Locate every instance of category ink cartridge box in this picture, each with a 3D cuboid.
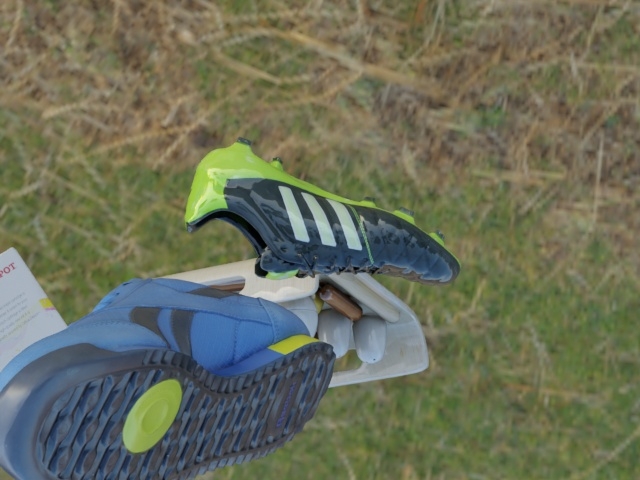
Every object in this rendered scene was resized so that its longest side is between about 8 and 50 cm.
[{"bbox_3d":[-0.267,0.082,1.147,0.090,0.092,0.143,-29,95,41],"label":"ink cartridge box"}]

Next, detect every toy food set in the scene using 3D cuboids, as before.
[{"bbox_3d":[-0.043,0.100,1.452,0.219,0.092,0.306,-12,156,21],"label":"toy food set"}]

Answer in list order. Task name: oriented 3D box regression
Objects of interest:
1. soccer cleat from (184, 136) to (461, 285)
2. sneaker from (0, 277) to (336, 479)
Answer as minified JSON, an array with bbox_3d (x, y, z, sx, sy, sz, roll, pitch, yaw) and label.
[{"bbox_3d":[0.000,0.000,0.907,0.178,0.072,0.060,23,161,-3],"label":"soccer cleat"},{"bbox_3d":[-0.075,0.053,0.575,0.082,0.209,0.069,31,104,24],"label":"sneaker"}]
